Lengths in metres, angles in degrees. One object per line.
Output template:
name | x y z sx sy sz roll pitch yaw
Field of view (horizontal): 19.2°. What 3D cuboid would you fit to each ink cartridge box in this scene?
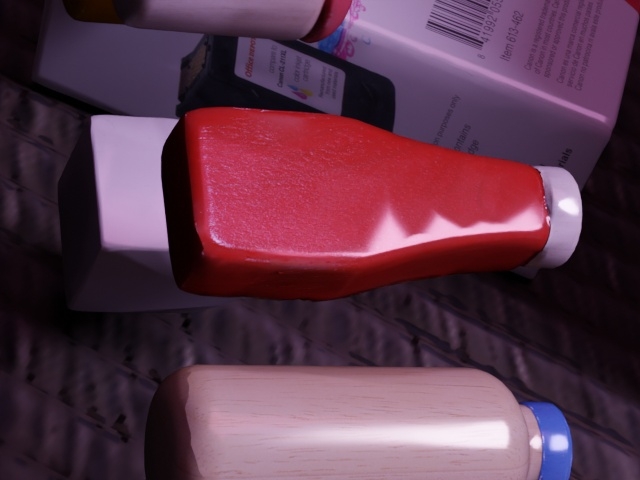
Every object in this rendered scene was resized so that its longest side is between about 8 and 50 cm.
ink cartridge box | 0.011 -0.081 0.614 0.175 0.072 0.127 22 44 0

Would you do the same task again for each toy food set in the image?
toy food set | 0.000 0.000 0.476 0.104 0.111 0.232 2 62 -21
